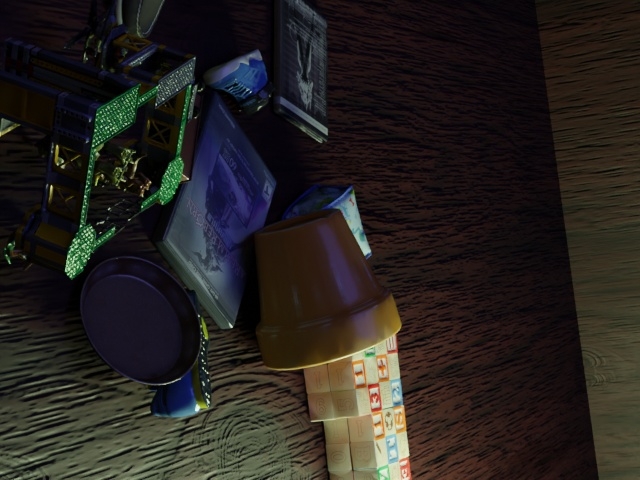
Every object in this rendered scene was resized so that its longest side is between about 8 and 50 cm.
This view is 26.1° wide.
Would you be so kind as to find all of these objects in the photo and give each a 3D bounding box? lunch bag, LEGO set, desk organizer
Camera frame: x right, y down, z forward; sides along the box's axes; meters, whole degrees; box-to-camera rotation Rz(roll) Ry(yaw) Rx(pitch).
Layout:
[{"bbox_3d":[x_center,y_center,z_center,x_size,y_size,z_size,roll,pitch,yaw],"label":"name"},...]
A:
[{"bbox_3d":[0.000,0.000,2.120,0.151,0.096,0.129,-39,121,-44],"label":"lunch bag"},{"bbox_3d":[-0.288,-0.124,1.546,0.331,0.192,0.255,-52,158,-51],"label":"LEGO set"},{"bbox_3d":[-0.194,-0.142,1.816,0.050,0.047,0.130,39,49,-50],"label":"desk organizer"}]

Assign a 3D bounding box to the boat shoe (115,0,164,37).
[{"bbox_3d":[-0.201,-0.364,1.761,0.081,0.069,0.227,-4,110,-75],"label":"boat shoe"}]

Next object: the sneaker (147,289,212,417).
[{"bbox_3d":[-0.184,0.140,1.745,0.209,0.082,0.069,-96,171,-51],"label":"sneaker"}]

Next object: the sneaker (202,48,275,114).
[{"bbox_3d":[-0.113,-0.221,1.985,0.084,0.058,0.152,68,22,-9],"label":"sneaker"}]

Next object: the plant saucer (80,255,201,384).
[{"bbox_3d":[-0.220,0.100,1.656,0.168,0.029,0.168,24,48,-30],"label":"plant saucer"}]

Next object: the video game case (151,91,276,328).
[{"bbox_3d":[-0.142,-0.043,1.919,0.196,0.026,0.274,56,36,-41],"label":"video game case"}]

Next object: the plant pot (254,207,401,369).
[{"bbox_3d":[-0.008,0.061,1.960,0.205,0.205,0.188,-33,108,-61],"label":"plant pot"}]

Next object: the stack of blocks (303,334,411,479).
[{"bbox_3d":[0.056,0.248,2.159,0.171,0.087,0.297,-1,84,-63],"label":"stack of blocks"}]

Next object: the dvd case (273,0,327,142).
[{"bbox_3d":[-0.031,-0.285,2.210,0.164,0.018,0.221,28,58,-60],"label":"dvd case"}]
